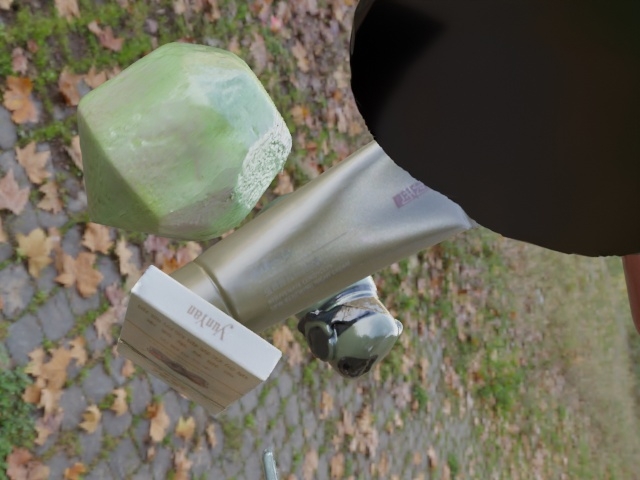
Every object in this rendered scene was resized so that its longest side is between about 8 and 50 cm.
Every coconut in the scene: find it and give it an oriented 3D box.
[{"bbox_3d":[-0.214,-0.130,1.144,0.281,0.328,0.328,55,33,-11],"label":"coconut"}]

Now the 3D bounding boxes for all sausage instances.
[{"bbox_3d":[0.366,0.038,0.846,0.062,0.062,0.154,-52,129,-55],"label":"sausage"}]

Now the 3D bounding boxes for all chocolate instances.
[{"bbox_3d":[0.173,-0.144,0.500,0.283,0.284,0.186,63,38,-40],"label":"chocolate"}]

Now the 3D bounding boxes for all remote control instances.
[{"bbox_3d":[-0.073,0.409,1.208,0.061,0.029,0.162,125,-45,-82],"label":"remote control"}]

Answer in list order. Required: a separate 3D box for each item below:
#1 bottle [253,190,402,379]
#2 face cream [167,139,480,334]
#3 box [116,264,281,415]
[{"bbox_3d":[0.011,0.080,1.348,0.347,0.168,0.168,58,10,32],"label":"bottle"},{"bbox_3d":[0.000,0.000,0.727,0.341,0.084,0.137,-30,97,-19],"label":"face cream"},{"bbox_3d":[-0.085,0.071,0.497,0.024,0.090,0.167,-58,-176,-26],"label":"box"}]
